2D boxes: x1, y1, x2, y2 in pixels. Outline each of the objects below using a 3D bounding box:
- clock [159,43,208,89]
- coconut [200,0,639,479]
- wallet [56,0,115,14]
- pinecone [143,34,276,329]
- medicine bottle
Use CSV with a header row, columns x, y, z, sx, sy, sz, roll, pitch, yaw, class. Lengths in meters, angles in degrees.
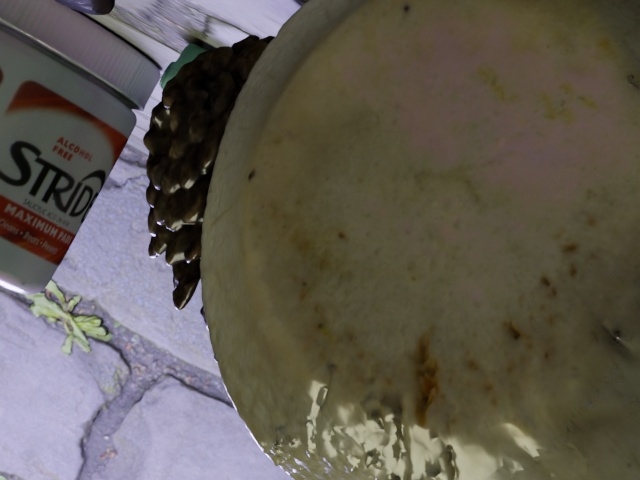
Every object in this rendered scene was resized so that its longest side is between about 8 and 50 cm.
x,y,z,sx,sy,sz,roll,pitch,yaw,class
-0.074,-0.111,1.502,0.101,0.041,0.135,29,178,-14,clock
0.077,0.013,0.695,0.241,0.241,0.241,28,177,2,coconut
-0.195,-0.198,1.171,0.165,0.042,0.309,27,177,-5,wallet
0.003,-0.026,1.090,0.204,0.179,0.184,12,-153,-24,pinecone
-0.307,-0.108,1.773,0.252,0.241,0.252,28,177,1,medicine bottle
